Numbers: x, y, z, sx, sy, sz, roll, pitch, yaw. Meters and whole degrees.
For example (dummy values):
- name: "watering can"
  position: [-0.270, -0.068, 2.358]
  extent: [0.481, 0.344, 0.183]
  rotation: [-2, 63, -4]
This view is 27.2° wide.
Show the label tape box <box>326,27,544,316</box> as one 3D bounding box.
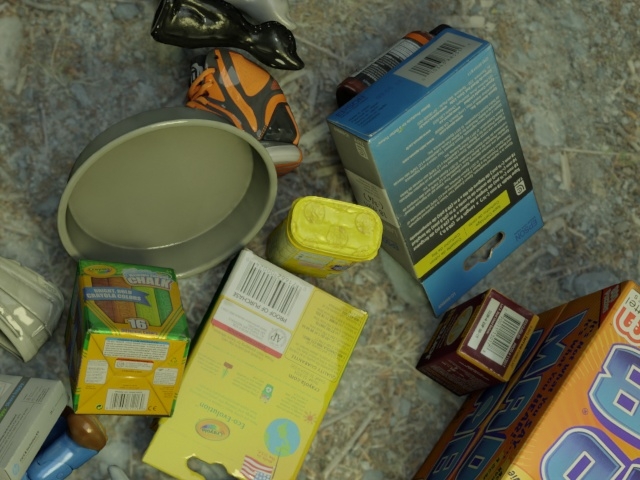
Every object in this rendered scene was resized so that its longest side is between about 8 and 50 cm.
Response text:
- name: "label tape box"
  position: [0.170, -0.095, 1.891]
  extent: [0.240, 0.106, 0.334]
  rotation: [-38, 130, -20]

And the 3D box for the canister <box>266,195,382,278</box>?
- name: "canister"
  position: [0.000, 0.000, 1.811]
  extent: [0.126, 0.170, 0.073]
  rotation: [11, 75, -13]

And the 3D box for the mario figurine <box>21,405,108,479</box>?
- name: "mario figurine"
  position: [-0.415, 0.312, 1.623]
  extent: [0.170, 0.198, 0.320]
  rotation: [47, 66, -14]

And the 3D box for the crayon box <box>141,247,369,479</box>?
- name: "crayon box"
  position: [-0.092, 0.198, 1.789]
  extent: [0.202, 0.081, 0.318]
  rotation: [29, 71, -8]

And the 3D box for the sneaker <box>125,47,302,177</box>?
- name: "sneaker"
  position: [-0.191, -0.165, 1.836]
  extent: [0.321, 0.124, 0.180]
  rotation: [-7, 75, -27]

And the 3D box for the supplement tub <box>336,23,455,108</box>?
- name: "supplement tub"
  position: [0.125, -0.236, 1.934]
  extent: [0.198, 0.106, 0.106]
  rotation: [-37, 89, -20]

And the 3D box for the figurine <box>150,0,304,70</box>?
- name: "figurine"
  position: [-0.124, -0.321, 1.854]
  extent: [0.209, 0.092, 0.215]
  rotation: [19, 31, -16]

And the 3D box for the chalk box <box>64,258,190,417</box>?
- name: "chalk box"
  position: [-0.255, 0.111, 1.712]
  extent: [0.132, 0.213, 0.132]
  rotation: [5, 121, -19]

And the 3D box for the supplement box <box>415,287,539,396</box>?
- name: "supplement box"
  position: [0.214, 0.143, 1.826]
  extent: [0.081, 0.188, 0.104]
  rotation: [32, 71, -5]

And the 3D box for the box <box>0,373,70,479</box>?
- name: "box"
  position: [-0.424, 0.227, 1.631]
  extent: [0.186, 0.038, 0.145]
  rotation: [2, 42, 24]

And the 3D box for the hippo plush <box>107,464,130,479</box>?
- name: "hippo plush"
  position: [-0.155, 0.450, 1.606]
  extent: [0.294, 0.234, 0.236]
  rotation: [17, 94, -7]

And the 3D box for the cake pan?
- name: "cake pan"
  position: [-0.203, -0.061, 1.734]
  extent: [0.293, 0.293, 0.054]
  rotation: [-9, 48, -17]

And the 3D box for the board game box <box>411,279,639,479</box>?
- name: "board game box"
  position: [0.372, 0.324, 1.741]
  extent: [0.356, 0.356, 0.356]
  rotation: [39, 71, -4]

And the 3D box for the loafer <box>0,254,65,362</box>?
- name: "loafer"
  position: [-0.485, 0.044, 1.702]
  extent: [0.319, 0.112, 0.111]
  rotation: [30, 63, -7]
